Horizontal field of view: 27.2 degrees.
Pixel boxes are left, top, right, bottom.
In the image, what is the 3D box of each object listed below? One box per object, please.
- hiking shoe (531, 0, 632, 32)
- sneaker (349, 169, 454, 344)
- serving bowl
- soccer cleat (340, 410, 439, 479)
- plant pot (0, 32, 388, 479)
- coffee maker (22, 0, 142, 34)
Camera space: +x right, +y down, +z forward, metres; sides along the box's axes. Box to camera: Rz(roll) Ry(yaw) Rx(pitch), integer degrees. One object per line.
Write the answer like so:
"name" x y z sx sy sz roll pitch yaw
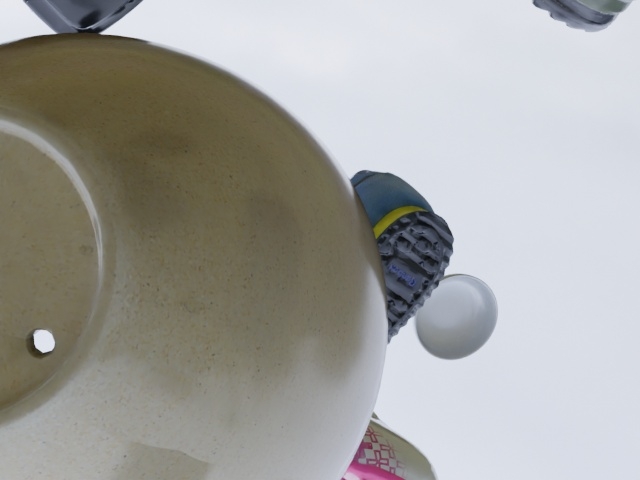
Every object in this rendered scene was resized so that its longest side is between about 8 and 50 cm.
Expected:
"hiking shoe" 0.102 -0.196 0.476 0.114 0.226 0.086 -20 175 34
"sneaker" -0.019 0.049 0.719 0.069 0.209 0.082 42 179 -42
"serving bowl" 0.121 0.067 1.218 0.083 0.083 0.027 7 -166 -20
"soccer cleat" -0.035 0.118 1.112 0.331 0.143 0.116 18 160 27
"plant pot" -0.120 0.026 0.585 0.284 0.284 0.191 21 173 12
"coffee maker" -0.189 -0.241 0.979 0.171 0.120 0.178 11 -146 -48
